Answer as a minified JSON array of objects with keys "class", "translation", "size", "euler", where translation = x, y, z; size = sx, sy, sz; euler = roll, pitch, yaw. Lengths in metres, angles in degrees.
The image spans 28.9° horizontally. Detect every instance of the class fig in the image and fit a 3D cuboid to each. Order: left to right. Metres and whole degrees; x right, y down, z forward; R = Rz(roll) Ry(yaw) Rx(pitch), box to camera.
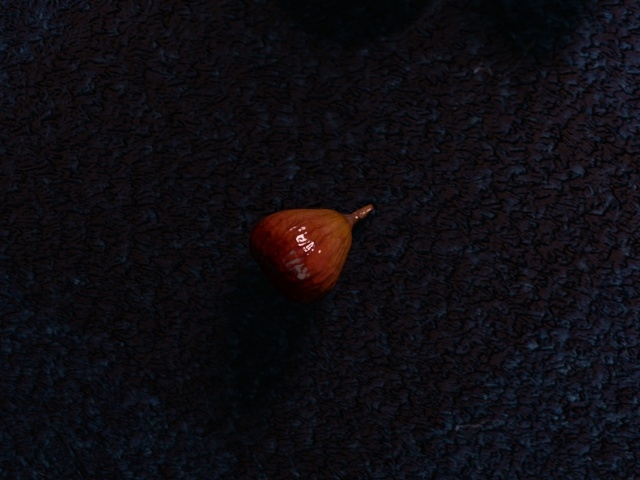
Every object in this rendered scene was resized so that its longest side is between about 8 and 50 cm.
[{"class":"fig","translation":[-0.006,0.010,1.489],"size":[0.153,0.119,0.119],"euler":[-23,106,12]}]
